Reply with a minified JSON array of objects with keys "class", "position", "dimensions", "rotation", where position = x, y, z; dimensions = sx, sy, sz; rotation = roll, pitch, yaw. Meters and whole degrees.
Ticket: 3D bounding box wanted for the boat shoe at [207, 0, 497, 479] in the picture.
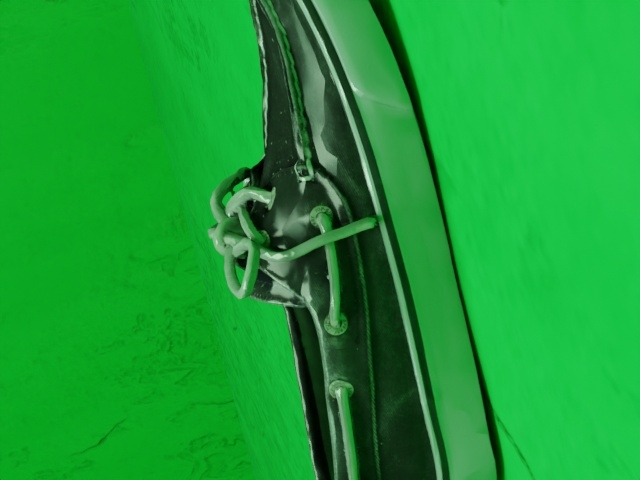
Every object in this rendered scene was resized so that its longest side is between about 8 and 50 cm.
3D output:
[{"class":"boat shoe","position":[-0.001,0.000,0.711],"dimensions":[0.113,0.105,0.306],"rotation":[-139,33,-73]}]
